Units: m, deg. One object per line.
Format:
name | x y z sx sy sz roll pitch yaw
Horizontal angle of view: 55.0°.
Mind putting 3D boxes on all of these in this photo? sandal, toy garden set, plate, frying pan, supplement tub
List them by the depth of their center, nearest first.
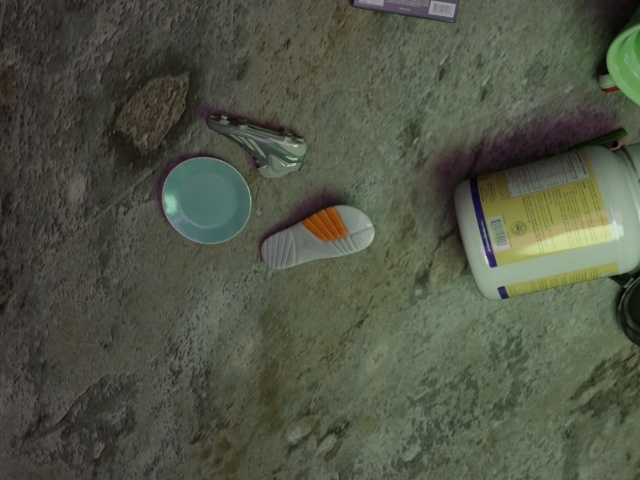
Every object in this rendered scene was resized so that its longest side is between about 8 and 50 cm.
supplement tub | 0.434 -0.035 1.127 0.332 0.241 0.240 -15 107 18
toy garden set | 0.628 -0.103 1.219 0.204 0.049 0.244 -19 106 9
sandal | -0.004 -0.010 1.276 0.266 0.076 0.101 -16 93 29
plate | -0.235 -0.084 1.282 0.188 0.024 0.188 1 108 3
frying pan | 0.661 0.127 1.294 0.327 0.053 0.197 12 109 1

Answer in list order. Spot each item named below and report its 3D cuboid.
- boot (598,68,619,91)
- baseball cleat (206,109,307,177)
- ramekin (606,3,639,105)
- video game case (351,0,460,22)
boot | 0.651 -0.271 1.145 0.245 0.088 0.176 -16 109 4
baseball cleat | -0.133 -0.183 1.220 0.206 0.072 0.109 16 115 1
ramekin | 0.619 -0.301 0.939 0.304 0.303 0.148 30 85 -7
video game case | 0.175 -0.549 1.106 0.196 0.026 0.274 9 108 0
